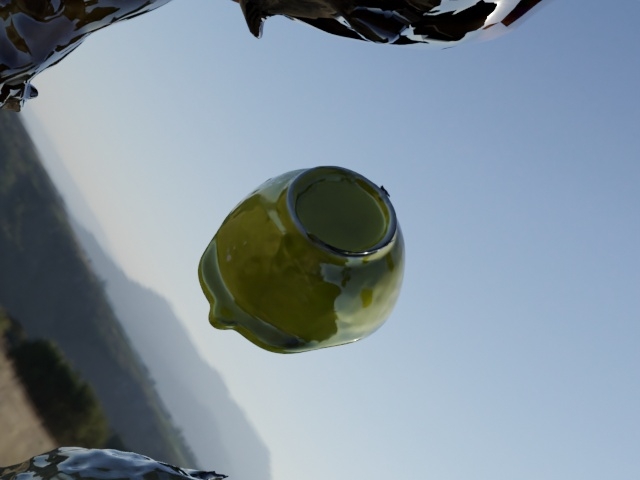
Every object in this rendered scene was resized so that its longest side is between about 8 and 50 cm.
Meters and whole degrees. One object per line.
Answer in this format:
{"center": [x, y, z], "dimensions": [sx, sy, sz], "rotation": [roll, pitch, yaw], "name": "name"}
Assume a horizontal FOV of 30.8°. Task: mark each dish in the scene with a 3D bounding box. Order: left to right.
{"center": [0.000, 0.000, 0.878], "dimensions": [0.149, 0.207, 0.080], "rotation": [43, -46, 13], "name": "dish"}

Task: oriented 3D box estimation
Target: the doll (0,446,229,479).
{"center": [-0.054, 0.091, 0.335], "dimensions": [0.203, 0.285, 0.091], "rotation": [-120, -157, -75], "name": "doll"}

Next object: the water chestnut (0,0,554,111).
{"center": [-0.020, -0.181, 0.400], "dimensions": [0.335, 0.347, 0.335], "rotation": [22, -11, 4], "name": "water chestnut"}
